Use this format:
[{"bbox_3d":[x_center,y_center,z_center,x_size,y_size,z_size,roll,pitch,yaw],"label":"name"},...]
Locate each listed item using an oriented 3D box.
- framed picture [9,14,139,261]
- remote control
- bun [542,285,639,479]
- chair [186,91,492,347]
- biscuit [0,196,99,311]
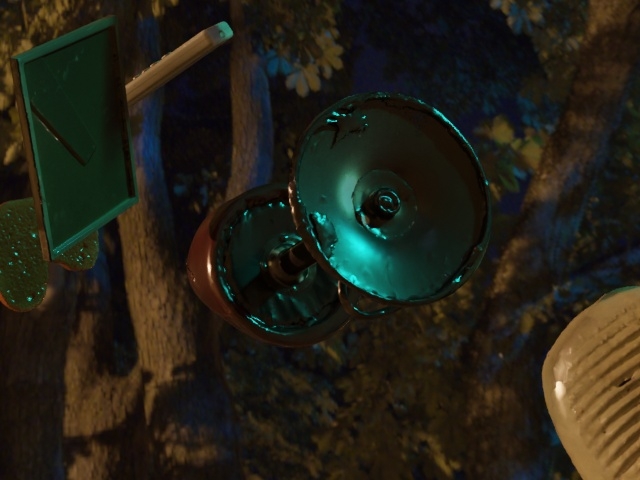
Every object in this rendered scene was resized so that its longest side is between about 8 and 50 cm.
[{"bbox_3d":[-0.283,-0.122,1.162,0.016,0.184,0.250,11,-58,23],"label":"framed picture"},{"bbox_3d":[-0.207,-0.232,1.328,0.190,0.087,0.029,-30,-80,23],"label":"remote control"},{"bbox_3d":[0.395,0.179,1.118,0.273,0.273,0.168,-34,-25,11],"label":"bun"},{"bbox_3d":[0.000,0.000,1.145,0.227,0.226,0.401,9,-16,-21],"label":"chair"},{"bbox_3d":[-0.457,0.019,1.627,0.192,0.036,0.186,-9,-95,-34],"label":"biscuit"}]
